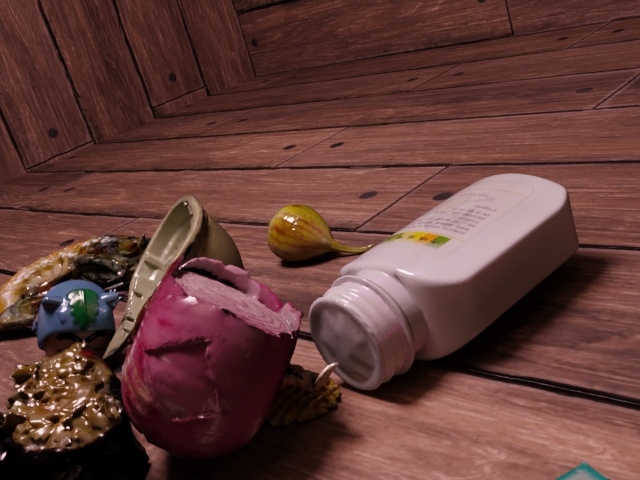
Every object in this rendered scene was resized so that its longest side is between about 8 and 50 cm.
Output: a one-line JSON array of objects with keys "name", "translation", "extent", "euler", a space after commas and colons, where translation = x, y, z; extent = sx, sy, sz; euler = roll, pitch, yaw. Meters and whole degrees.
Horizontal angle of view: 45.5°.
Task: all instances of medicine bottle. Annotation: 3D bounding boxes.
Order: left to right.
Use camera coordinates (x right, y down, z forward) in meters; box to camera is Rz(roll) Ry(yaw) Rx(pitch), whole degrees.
[{"name": "medicine bottle", "translation": [0.137, 0.037, 0.857], "extent": [0.324, 0.124, 0.179], "euler": [-30, 22, -35]}]

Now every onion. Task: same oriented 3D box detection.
[{"name": "onion", "translation": [-0.113, 0.122, 0.756], "extent": [0.201, 0.200, 0.207], "euler": [-23, 35, -15]}]

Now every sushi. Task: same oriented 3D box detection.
[{"name": "sushi", "translation": [-0.267, 0.191, 0.781], "extent": [0.147, 0.115, 0.212], "euler": [-21, 21, -11]}]

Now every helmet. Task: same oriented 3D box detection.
[{"name": "helmet", "translation": [-0.167, 0.071, 0.997], "extent": [0.204, 0.137, 0.257], "euler": [-47, 22, 33]}]

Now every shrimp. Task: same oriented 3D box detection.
[{"name": "shrimp", "translation": [-0.395, 0.064, 1.269], "extent": [0.445, 0.085, 0.272], "euler": [-8, 24, 32]}]

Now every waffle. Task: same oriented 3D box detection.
[{"name": "waffle", "translation": [-0.020, 0.165, 0.798], "extent": [0.085, 0.016, 0.078], "euler": [-11, 25, 18]}]

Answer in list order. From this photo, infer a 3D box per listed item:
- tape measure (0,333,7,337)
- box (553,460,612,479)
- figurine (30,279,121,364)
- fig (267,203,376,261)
[{"name": "tape measure", "translation": [-0.618, 0.212, 1.112], "extent": [0.330, 0.084, 0.164], "euler": [-8, 13, -34]}, {"name": "box", "translation": [0.100, 0.238, 0.397], "extent": [0.245, 0.092, 0.153], "euler": [-24, 22, -15]}, {"name": "figurine", "translation": [-0.340, 0.132, 1.035], "extent": [0.114, 0.144, 0.178], "euler": [14, -19, -29]}, {"name": "fig", "translation": [-0.006, -0.013, 1.149], "extent": [0.166, 0.093, 0.093], "euler": [0, 26, 37]}]
